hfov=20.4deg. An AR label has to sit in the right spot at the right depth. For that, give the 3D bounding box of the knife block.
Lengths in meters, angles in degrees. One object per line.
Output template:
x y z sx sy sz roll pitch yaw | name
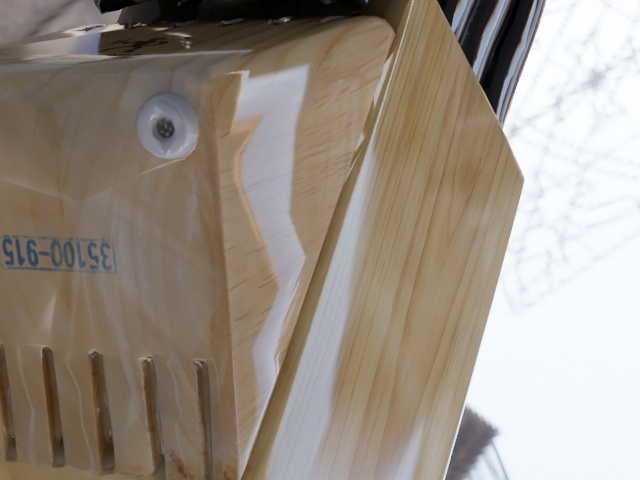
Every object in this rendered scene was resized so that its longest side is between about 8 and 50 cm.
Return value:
0.000 0.000 0.487 0.088 0.276 0.242 3 -166 29 | knife block
